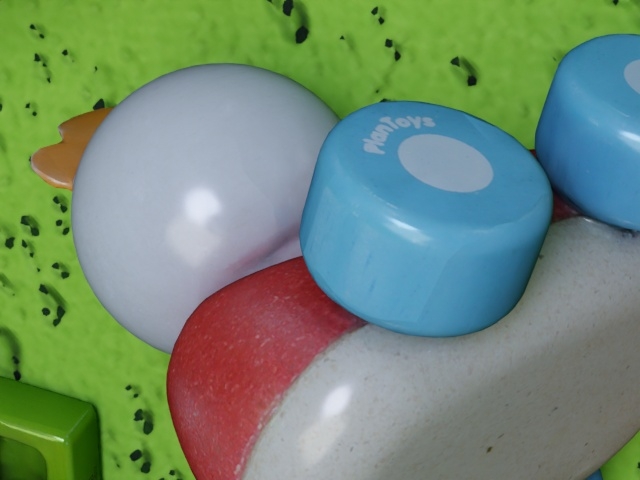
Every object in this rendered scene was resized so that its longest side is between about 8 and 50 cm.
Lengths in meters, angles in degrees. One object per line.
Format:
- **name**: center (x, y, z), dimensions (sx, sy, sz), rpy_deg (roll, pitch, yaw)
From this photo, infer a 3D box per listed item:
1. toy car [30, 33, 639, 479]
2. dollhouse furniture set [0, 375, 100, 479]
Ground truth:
- **toy car**: center (0.000, 0.000, 0.632), dimensions (0.238, 0.210, 0.219), rpy_deg (42, 135, 31)
- **dollhouse furniture set**: center (-0.211, 0.199, 0.679), dimensions (0.151, 0.301, 0.197), rpy_deg (6, 113, 14)
